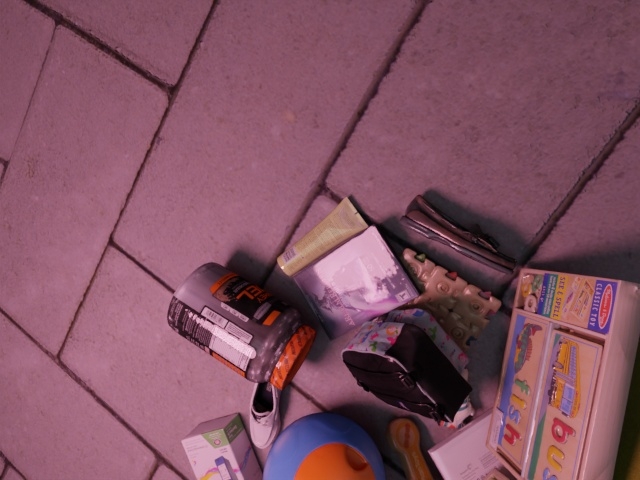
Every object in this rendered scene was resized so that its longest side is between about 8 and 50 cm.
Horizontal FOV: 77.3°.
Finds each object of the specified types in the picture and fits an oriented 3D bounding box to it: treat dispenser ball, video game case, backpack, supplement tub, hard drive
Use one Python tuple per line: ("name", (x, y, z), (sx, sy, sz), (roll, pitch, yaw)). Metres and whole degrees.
("treat dispenser ball", (0.009, 0.561, 0.942), (0.289, 0.288, 0.287), (2, 96, 18))
("video game case", (0.079, 0.109, 0.987), (0.274, 0.026, 0.196), (-34, 85, 27))
("backpack", (0.178, 0.271, 0.890), (0.225, 0.191, 0.254), (48, 147, -10))
("supplement tub", (-0.194, 0.216, 1.016), (0.338, 0.207, 0.207), (28, 104, 13))
("hard drive", (0.406, 0.553, 0.871), (0.203, 0.040, 0.307), (-28, 75, -9))

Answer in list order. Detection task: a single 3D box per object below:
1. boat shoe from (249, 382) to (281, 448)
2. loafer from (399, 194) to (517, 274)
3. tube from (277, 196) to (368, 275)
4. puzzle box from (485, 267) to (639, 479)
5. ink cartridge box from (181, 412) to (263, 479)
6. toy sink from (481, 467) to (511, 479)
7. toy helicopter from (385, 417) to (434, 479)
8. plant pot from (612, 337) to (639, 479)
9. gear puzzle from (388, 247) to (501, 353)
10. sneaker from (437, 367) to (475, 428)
("boat shoe", (-0.159, 0.459, 1.094), (0.095, 0.084, 0.257), (8, 98, 17))
("loafer", (0.311, -0.016, 0.887), (0.268, 0.096, 0.084), (27, 98, 16))
("tube", (0.000, 0.000, 1.012), (0.240, 0.062, 0.070), (-38, 125, 14))
("puzzle box", (0.435, 0.261, 0.747), (0.052, 0.272, 0.408), (11, 89, -6))
("ink cartridge box", (-0.277, 0.630, 1.148), (0.155, 0.093, 0.212), (-23, 90, 18))
("toy sink", (0.347, 0.543, 0.728), (0.153, 0.234, 0.131), (-41, 76, -6))
("toy helicopter", (0.233, 0.602, 0.929), (0.235, 0.140, 0.354), (-13, 69, -22))
("plant pot", (0.633, 0.368, 0.712), (0.367, 0.366, 0.352), (13, 88, 17))
("gear puzzle", (0.232, 0.116, 0.954), (0.339, 0.044, 0.175), (32, 113, 16))
("sneaker", (0.331, 0.372, 0.946), (0.076, 0.057, 0.161), (15, 99, -1))
